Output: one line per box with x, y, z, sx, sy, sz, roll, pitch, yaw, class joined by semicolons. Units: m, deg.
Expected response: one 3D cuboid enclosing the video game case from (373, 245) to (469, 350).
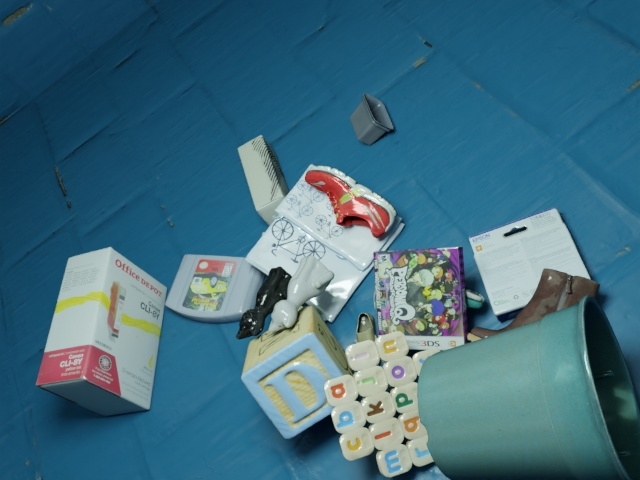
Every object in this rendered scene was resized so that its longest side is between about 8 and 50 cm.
0.227;0.134;1.451;0.210;0.042;0.232;-3;90;30;video game case

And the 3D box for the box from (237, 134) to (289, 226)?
-0.163;-0.181;1.916;0.094;0.113;0.275;-28;53;8;box

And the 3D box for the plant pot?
0.386;0.306;1.192;0.334;0.341;0.341;-19;53;32;plant pot

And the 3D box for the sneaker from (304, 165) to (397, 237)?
0.062;-0.100;1.657;0.279;0.107;0.118;31;81;19;sneaker

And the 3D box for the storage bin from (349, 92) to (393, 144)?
0.149;-0.351;1.881;0.091;0.098;0.135;-44;45;33;storage bin

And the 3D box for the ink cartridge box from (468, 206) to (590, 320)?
0.481;0.053;1.472;0.223;0.045;0.224;-20;52;14;ink cartridge box

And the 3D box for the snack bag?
0.000;0.000;1.704;0.323;0.037;0.342;34;80;19;snack bag

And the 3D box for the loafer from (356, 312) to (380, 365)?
0.110;0.240;1.545;0.056;0.050;0.148;-20;53;15;loafer

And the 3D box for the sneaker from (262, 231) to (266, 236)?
-0.074;-0.006;1.775;0.185;0.084;0.070;-12;56;21;sneaker

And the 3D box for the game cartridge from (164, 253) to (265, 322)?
-0.308;0.139;1.830;0.294;0.060;0.196;2;66;29;game cartridge

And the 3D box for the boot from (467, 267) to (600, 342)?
0.459;0.161;1.370;0.248;0.090;0.207;12;80;18;boot

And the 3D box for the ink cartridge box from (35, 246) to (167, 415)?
-0.586;0.252;1.755;0.160;0.279;0.385;-13;56;19;ink cartridge box

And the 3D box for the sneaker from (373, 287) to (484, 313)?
0.257;0.151;1.513;0.275;0.107;0.110;-3;79;32;sneaker

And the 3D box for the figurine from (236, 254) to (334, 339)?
-0.092;0.149;1.525;0.215;0.092;0.209;-21;25;47;figurine

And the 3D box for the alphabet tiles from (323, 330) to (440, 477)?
0.155;0.347;1.359;0.277;0.021;0.284;-15;82;-16;alphabet tiles

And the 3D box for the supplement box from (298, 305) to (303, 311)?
-0.040;0.211;1.621;0.083;0.083;0.056;29;77;37;supplement box

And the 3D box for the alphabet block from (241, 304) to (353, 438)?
-0.049;0.296;1.456;0.193;0.192;0.197;-31;12;5;alphabet block
